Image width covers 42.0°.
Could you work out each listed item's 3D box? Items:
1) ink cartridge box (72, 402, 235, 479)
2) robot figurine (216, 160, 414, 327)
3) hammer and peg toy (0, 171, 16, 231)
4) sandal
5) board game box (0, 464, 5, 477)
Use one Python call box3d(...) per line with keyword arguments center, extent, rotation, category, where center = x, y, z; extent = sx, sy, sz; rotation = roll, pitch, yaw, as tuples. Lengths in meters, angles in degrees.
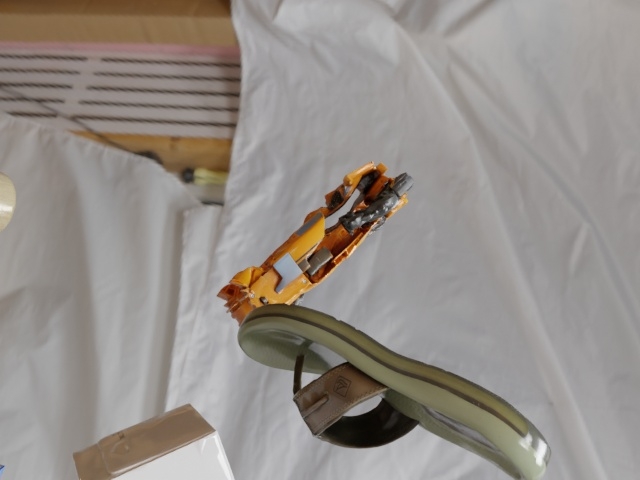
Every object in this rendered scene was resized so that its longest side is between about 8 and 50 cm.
box3d(center=(-0.218, 0.413, 1.216), extent=(0.197, 0.270, 0.198), rotation=(-21, -171, -19), category="ink cartridge box")
box3d(center=(0.000, 0.000, 1.110), extent=(0.085, 0.291, 0.211), rotation=(48, 159, -2), category="robot figurine")
box3d(center=(-0.411, -0.032, 0.815), extent=(0.361, 0.266, 0.127), rotation=(-24, 153, 27), category="hammer and peg toy")
box3d(center=(0.033, 0.128, 0.667), extent=(0.302, 0.086, 0.120), rotation=(19, 161, 42), category="sandal")
box3d(center=(-0.628, 0.363, 1.316), extent=(0.210, 0.047, 0.160), rotation=(21, 179, -4), category="board game box")
